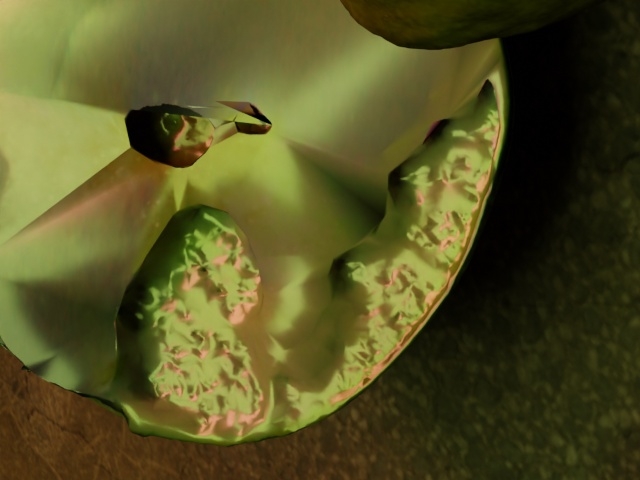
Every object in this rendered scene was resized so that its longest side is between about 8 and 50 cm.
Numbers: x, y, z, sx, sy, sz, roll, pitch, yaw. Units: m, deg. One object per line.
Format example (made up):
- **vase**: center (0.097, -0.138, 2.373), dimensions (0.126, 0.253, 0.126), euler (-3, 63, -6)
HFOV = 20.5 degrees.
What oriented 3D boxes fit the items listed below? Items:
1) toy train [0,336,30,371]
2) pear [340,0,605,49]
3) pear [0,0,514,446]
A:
- **toy train**: center (-0.195, 0.013, 1.404), dimensions (0.326, 0.129, 0.159), euler (-2, 119, 55)
- **pear**: center (0.090, -0.301, 0.877), dimensions (0.352, 0.352, 0.413), euler (47, 124, 27)
- **pear**: center (-0.047, -0.070, 1.170), dimensions (0.399, 0.165, 0.398), euler (1, 94, 19)
